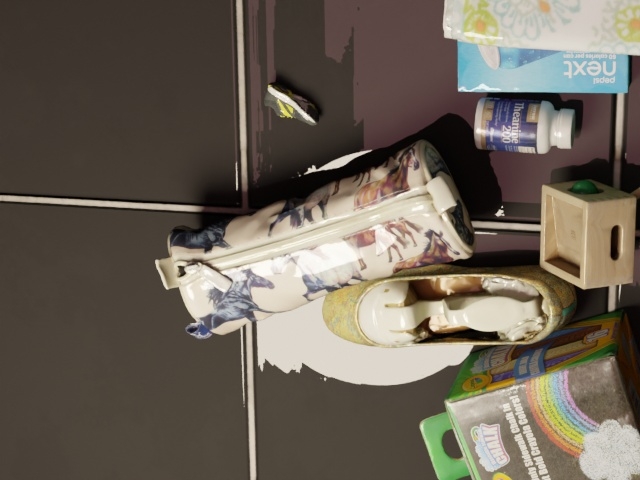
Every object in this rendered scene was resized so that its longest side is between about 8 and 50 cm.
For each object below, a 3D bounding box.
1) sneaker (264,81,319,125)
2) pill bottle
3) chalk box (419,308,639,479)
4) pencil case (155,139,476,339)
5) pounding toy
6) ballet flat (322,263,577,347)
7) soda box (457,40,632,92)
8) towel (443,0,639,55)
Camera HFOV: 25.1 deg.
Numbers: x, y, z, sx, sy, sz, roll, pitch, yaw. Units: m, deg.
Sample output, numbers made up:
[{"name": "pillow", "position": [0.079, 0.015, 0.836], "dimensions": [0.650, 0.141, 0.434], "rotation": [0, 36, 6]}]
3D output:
[{"name": "sneaker", "position": [-0.039, -0.176, 1.908], "dimensions": [0.083, 0.031, 0.035], "rotation": [38, 125, 8]}, {"name": "pill bottle", "position": [0.257, -0.144, 1.806], "dimensions": [0.120, 0.067, 0.067], "rotation": [5, 106, 15]}, {"name": "chalk box", "position": [0.276, 0.231, 1.847], "dimensions": [0.289, 0.179, 0.180], "rotation": [-17, 100, 21]}, {"name": "pencil case", "position": [0.000, 0.000, 1.859], "dimensions": [0.410, 0.183, 0.160], "rotation": [-19, 92, 20]}, {"name": "pounding toy", "position": [0.348, -0.023, 1.780], "dimensions": [0.100, 0.130, 0.141], "rotation": [-6, 106, -20]}, {"name": "ballet flat", "position": [0.157, 0.089, 1.875], "dimensions": [0.348, 0.123, 0.123], "rotation": [-3, 104, 18]}, {"name": "soda box", "position": [0.277, -0.223, 1.779], "dimensions": [0.210, 0.067, 0.071], "rotation": [2, 106, 15]}, {"name": "towel", "position": [0.328, -0.374, 1.646], "dimensions": [0.374, 0.090, 0.321], "rotation": [6, 99, 14]}]
